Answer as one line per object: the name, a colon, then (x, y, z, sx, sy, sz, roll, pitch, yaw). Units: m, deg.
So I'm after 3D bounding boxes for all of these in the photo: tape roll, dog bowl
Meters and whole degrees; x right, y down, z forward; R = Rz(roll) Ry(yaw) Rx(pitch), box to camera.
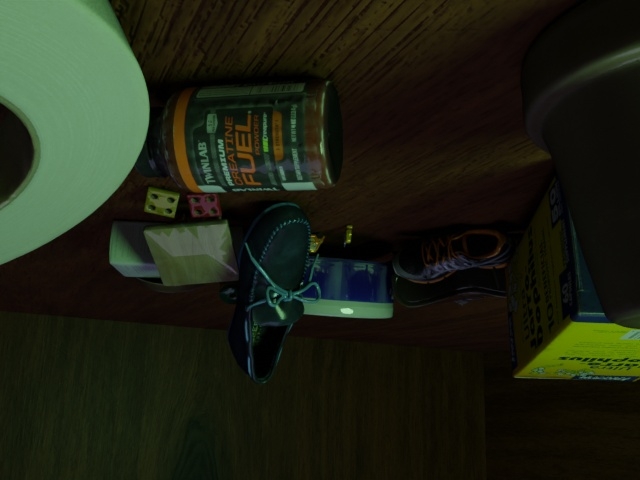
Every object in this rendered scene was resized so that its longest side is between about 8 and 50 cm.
tape roll: (-0.322, -0.077, 0.453, 0.391, 0.072, 0.392, -25, 161, -9)
dog bowl: (0.013, 0.089, 1.230, 0.264, 0.104, 0.265, 4, 177, 0)

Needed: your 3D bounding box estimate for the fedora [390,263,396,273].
fedora: (0.227, 0.097, 1.368, 0.194, 0.079, 0.194, 2, 165, 1)

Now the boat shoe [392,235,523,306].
boat shoe: (0.286, 0.054, 1.151, 0.307, 0.111, 0.104, -7, 177, 14)

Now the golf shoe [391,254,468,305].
golf shoe: (0.232, 0.055, 1.251, 0.176, 0.086, 0.069, 27, -173, 7)

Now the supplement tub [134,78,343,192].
supplement tub: (-0.081, -0.098, 0.608, 0.197, 0.106, 0.106, -1, 165, 12)

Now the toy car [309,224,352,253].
toy car: (0.000, 0.000, 1.104, 0.060, 0.041, 0.122, 12, 163, -34)

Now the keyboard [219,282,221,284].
keyboard: (-0.160, 0.118, 1.334, 0.108, 0.023, 0.180, 17, -172, -44)

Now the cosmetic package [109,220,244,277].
cosmetic package: (-0.255, 0.021, 1.143, 0.230, 0.086, 0.117, 1, 165, -5)

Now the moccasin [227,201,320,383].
moccasin: (-0.067, 0.098, 1.032, 0.137, 0.117, 0.342, -9, 133, -25)

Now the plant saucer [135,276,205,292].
plant saucer: (-0.290, 0.065, 1.245, 0.168, 0.029, 0.168, 3, -159, -1)

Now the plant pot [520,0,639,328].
plant pot: (0.302, -0.049, 0.501, 0.262, 0.230, 0.263, 1, 166, 0)

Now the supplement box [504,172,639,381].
supplement box: (0.389, 0.064, 0.862, 0.195, 0.194, 0.357, 1, 156, 6)

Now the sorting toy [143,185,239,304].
sorting toy: (-0.206, 0.004, 1.017, 0.132, 0.046, 0.275, -5, 135, 2)

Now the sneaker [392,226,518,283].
sneaker: (0.225, 0.017, 1.069, 0.214, 0.084, 0.083, -14, 162, 16)
